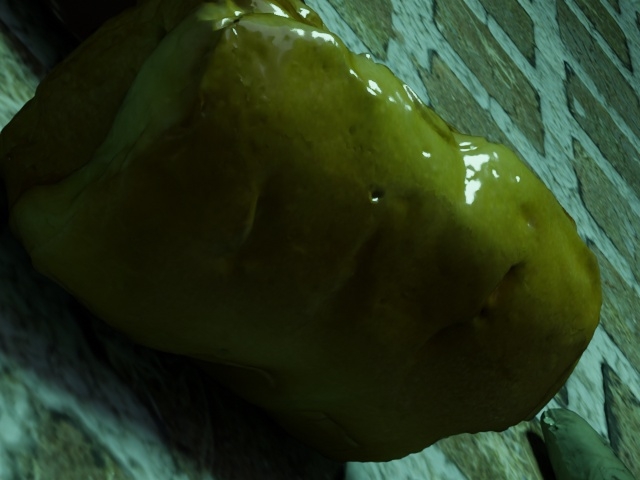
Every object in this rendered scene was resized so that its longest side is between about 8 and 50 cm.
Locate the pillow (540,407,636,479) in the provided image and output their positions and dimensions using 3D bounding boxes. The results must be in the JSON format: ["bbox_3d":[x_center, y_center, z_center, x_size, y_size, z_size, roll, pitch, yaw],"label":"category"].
[{"bbox_3d":[0.211,0.214,1.329,0.093,0.051,0.241,38,22,-40],"label":"pillow"}]

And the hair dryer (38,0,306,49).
[{"bbox_3d":[-0.089,-0.231,1.186,0.312,0.123,0.340,46,33,-1],"label":"hair dryer"}]

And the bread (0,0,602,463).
[{"bbox_3d":[0.004,0.002,0.984,0.344,0.195,0.149,33,23,-42],"label":"bread"}]
